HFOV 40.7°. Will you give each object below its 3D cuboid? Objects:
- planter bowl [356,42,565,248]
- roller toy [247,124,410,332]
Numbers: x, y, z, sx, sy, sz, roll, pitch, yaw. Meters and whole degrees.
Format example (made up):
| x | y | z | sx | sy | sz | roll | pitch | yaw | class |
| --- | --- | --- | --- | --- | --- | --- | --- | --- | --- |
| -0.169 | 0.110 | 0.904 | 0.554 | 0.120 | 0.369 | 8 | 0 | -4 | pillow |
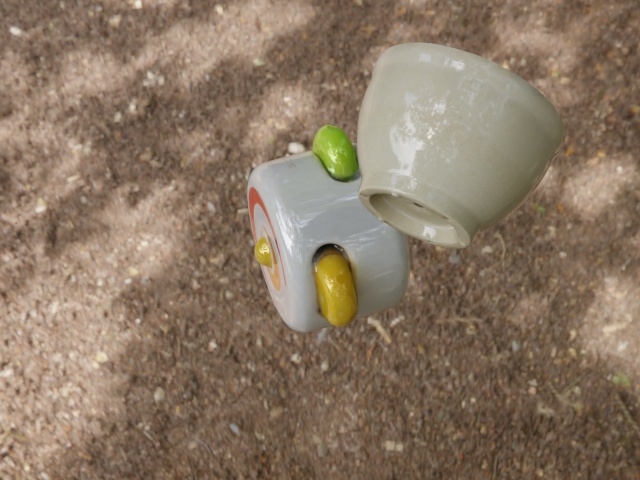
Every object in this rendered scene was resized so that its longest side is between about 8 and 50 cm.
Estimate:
| x | y | z | sx | sy | sz | roll | pitch | yaw | class |
| --- | --- | --- | --- | --- | --- | --- | --- | --- | --- |
| 0.094 | -0.061 | 0.675 | 0.162 | 0.162 | 0.109 | 22 | 77 | 19 | planter bowl |
| 0.000 | 0.000 | 0.940 | 0.146 | 0.191 | 0.209 | -15 | 77 | -13 | roller toy |
